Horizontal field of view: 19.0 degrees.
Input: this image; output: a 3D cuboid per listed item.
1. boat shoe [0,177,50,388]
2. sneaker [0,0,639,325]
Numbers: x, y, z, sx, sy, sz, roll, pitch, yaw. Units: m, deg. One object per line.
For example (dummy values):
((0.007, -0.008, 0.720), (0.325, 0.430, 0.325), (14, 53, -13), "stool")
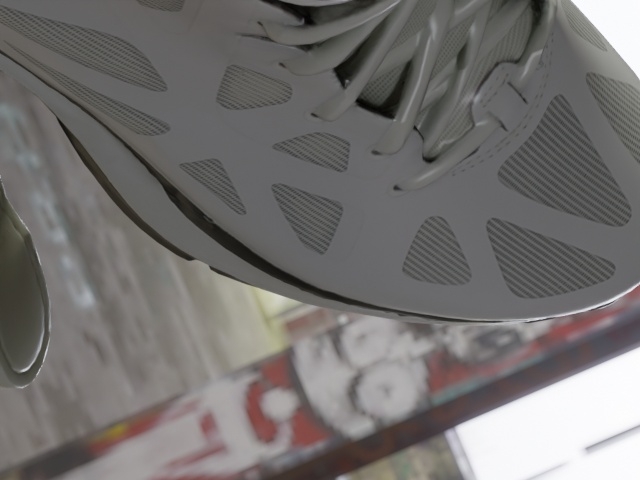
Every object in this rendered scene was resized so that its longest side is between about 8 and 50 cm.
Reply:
((-0.247, -0.045, 1.157), (0.109, 0.091, 0.305), (-58, 141, -57), "boat shoe")
((0.006, -0.070, 0.631), (0.447, 0.169, 0.257), (28, -6, -30), "sneaker")
